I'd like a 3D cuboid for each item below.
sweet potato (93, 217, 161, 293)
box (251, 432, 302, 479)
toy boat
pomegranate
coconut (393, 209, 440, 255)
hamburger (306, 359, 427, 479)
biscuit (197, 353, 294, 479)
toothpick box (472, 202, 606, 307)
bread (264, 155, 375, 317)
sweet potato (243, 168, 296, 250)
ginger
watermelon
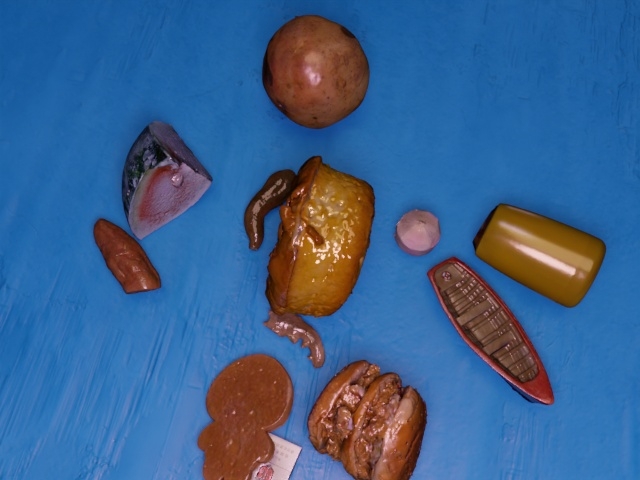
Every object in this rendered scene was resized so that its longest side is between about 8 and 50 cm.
[{"bbox_3d":[-0.465,0.041,1.554,0.097,0.097,0.252,-38,68,-16],"label":"sweet potato"},{"bbox_3d":[-0.114,0.487,1.384,0.100,0.048,0.152,21,65,12],"label":"box"},{"bbox_3d":[0.384,0.211,1.497,0.136,0.079,0.392,-29,69,-15],"label":"toy boat"},{"bbox_3d":[-0.012,-0.423,1.670,0.281,0.281,0.281,0,66,-1],"label":"pomegranate"},{"bbox_3d":[0.231,-0.023,1.572,0.110,0.124,0.110,1,68,-2],"label":"coconut"},{"bbox_3d":[0.105,0.382,1.346,0.211,0.261,0.245,20,22,24],"label":"hamburger"},{"bbox_3d":[-0.160,0.380,1.403,0.202,0.044,0.289,-1,59,20],"label":"biscuit"},{"bbox_3d":[0.498,0.024,1.533,0.271,0.175,0.175,27,68,13],"label":"toothpick box"},{"bbox_3d":[0.000,0.000,1.435,0.204,0.358,0.337,10,68,-2],"label":"bread"},{"bbox_3d":[-0.133,-0.087,1.633,0.081,0.062,0.233,27,71,9],"label":"sweet potato"},{"bbox_3d":[-0.050,0.214,1.505,0.173,0.051,0.069,37,74,16],"label":"ginger"},{"bbox_3d":[-0.370,-0.129,1.586,0.213,0.320,0.290,15,97,-22],"label":"watermelon"}]
